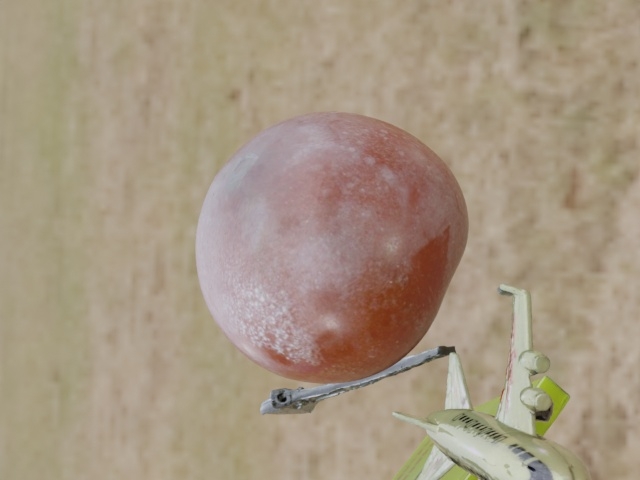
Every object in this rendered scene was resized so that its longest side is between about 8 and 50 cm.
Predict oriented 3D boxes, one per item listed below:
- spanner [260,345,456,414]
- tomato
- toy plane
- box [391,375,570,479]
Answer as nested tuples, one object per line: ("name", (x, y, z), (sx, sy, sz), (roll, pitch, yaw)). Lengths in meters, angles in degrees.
("spanner", (0.039, 0.177, 2.268), (0.325, 0.093, 0.026), (-21, 70, 40))
("tomato", (0.000, 0.000, 1.754), (0.270, 0.227, 0.270), (-36, 33, 29))
("toy plane", (0.129, 0.149, 1.276), (0.244, 0.092, 0.229), (16, 90, 65))
("box", (0.163, 0.269, 2.182), (0.187, 0.047, 0.335), (-48, 3, -24))
